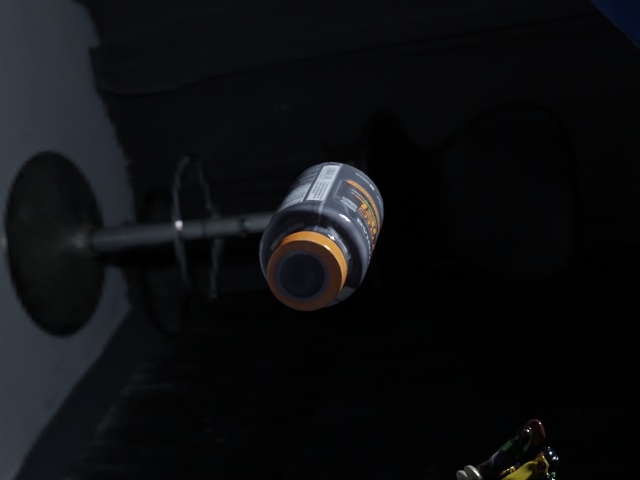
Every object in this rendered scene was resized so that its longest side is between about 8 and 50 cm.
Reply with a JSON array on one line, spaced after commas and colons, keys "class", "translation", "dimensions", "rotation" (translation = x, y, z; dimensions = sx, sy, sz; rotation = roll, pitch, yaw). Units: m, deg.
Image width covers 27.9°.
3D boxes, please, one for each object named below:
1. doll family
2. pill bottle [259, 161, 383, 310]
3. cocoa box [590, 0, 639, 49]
[{"class": "doll family", "translation": [0.179, 0.239, 1.246], "dimensions": [0.076, 0.111, 0.193], "rotation": [53, -27, 13]}, {"class": "pill bottle", "translation": [0.000, 0.000, 1.544], "dimensions": [0.245, 0.131, 0.130], "rotation": [-66, 145, -68]}, {"class": "cocoa box", "translation": [0.148, -0.237, 0.389], "dimensions": [0.228, 0.231, 0.347], "rotation": [36, 36, -36]}]
